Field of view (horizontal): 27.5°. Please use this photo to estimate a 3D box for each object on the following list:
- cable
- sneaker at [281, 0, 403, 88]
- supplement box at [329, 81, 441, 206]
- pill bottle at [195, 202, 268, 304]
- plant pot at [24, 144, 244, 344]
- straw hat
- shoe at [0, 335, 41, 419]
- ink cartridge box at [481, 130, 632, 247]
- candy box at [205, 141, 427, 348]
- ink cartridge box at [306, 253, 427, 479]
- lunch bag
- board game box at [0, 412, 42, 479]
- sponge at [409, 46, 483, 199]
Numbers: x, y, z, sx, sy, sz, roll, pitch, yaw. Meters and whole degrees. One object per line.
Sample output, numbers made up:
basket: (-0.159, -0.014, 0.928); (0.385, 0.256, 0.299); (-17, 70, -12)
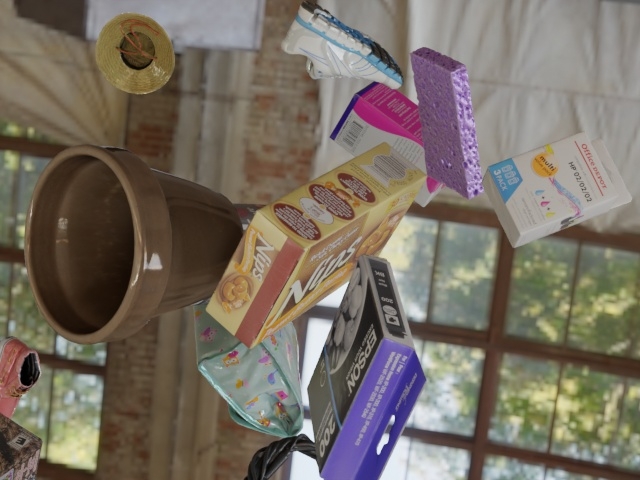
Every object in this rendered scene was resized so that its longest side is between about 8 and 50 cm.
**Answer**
cable: (-0.045, 0.379, 2.011); (0.151, 0.047, 0.184); (13, -128, -5)
sneaker: (0.027, -0.241, 1.736); (0.191, 0.083, 0.071); (27, -156, -31)
supplement box: (0.148, -0.182, 2.412); (0.220, 0.111, 0.114); (38, -145, 9)
pill bottle: (-0.184, 0.022, 2.235); (0.319, 0.176, 0.176); (0, -168, -45)
plant pot: (-0.234, 0.006, 1.763); (0.263, 0.263, 0.229); (16, -169, 43)
straw hat: (-0.303, -0.323, 2.193); (0.145, 0.144, 0.061); (7, -149, 2)
shoe: (-0.582, 0.276, 2.484); (0.081, 0.178, 0.063); (23, -164, 41)
ink cartridge box: (0.319, -0.074, 1.734); (0.181, 0.104, 0.061); (-21, 163, -9)
candy box: (0.000, 0.000, 1.740); (0.087, 0.183, 0.316); (40, -144, 15)
ink cartridge box: (0.043, 0.157, 1.424); (0.045, 0.206, 0.208); (11, -148, -17)
lunch bag: (-0.120, 0.223, 2.463); (0.160, 0.262, 0.223); (-28, -145, 11)
board game box: (-0.599, 0.358, 1.933); (0.232, 0.141, 0.291); (28, -147, 16)
sponge: (0.185, -0.173, 1.923); (0.031, 0.210, 0.117); (-24, -148, -19)
